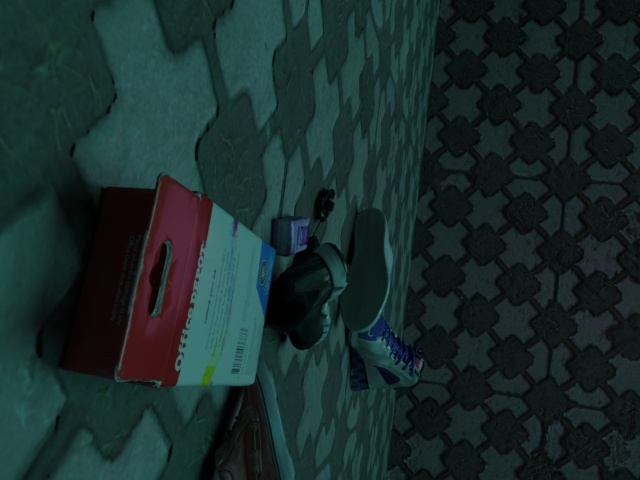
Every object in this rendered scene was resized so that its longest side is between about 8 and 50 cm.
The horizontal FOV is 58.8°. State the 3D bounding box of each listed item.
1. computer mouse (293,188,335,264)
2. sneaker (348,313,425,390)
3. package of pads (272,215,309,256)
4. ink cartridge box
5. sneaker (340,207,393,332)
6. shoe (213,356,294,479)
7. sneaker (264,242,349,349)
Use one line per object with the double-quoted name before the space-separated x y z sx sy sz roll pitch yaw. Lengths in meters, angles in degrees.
"computer mouse" 0.000 0.000 0.937 0.071 0.041 0.242 78 22 -47
"sneaker" 0.170 0.268 1.414 0.127 0.182 0.316 -71 161 -47
"package of pads" -0.041 -0.007 0.793 0.083 0.031 0.050 -19 117 -74
"ink cartridge box" -0.112 0.042 0.445 0.231 0.077 0.134 48 49 -71
"sneaker" 0.120 0.093 1.303 0.169 0.108 0.293 65 33 -58
"shoe" -0.086 0.222 0.657 0.064 0.081 0.178 96 -21 -53
"sneaker" -0.037 0.094 0.775 0.106 0.078 0.234 -23 154 -26
